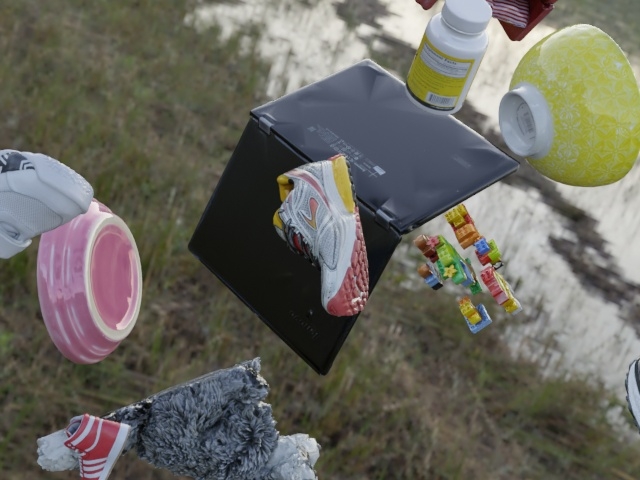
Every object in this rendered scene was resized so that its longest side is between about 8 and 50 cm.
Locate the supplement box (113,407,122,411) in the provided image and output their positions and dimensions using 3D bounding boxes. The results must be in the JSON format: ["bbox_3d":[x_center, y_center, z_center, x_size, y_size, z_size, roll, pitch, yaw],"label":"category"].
[{"bbox_3d":[-0.418,0.377,2.374,0.083,0.043,0.055,-18,27,-20],"label":"supplement box"}]

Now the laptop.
[{"bbox_3d":[0.043,-0.057,1.966,0.407,0.236,0.382,-29,51,-28],"label":"laptop"}]

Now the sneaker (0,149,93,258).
[{"bbox_3d":[-0.452,0.016,1.531,0.365,0.210,0.137,-9,-33,34],"label":"sneaker"}]

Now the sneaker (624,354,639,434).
[{"bbox_3d":[0.437,0.234,1.339,0.100,0.108,0.272,29,28,-41],"label":"sneaker"}]

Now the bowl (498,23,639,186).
[{"bbox_3d":[0.401,-0.216,2.035,0.156,0.290,0.289,-16,36,-22],"label":"bowl"}]

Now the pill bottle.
[{"bbox_3d":[0.130,-0.187,1.180,0.065,0.116,0.065,10,46,-10],"label":"pill bottle"}]

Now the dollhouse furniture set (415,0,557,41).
[{"bbox_3d":[0.186,-0.472,1.665,0.201,0.152,0.374,8,45,-39],"label":"dollhouse furniture set"}]

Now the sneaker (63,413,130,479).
[{"bbox_3d":[-0.264,0.241,1.328,0.067,0.118,0.042,23,27,-13],"label":"sneaker"}]

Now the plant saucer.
[{"bbox_3d":[-0.439,0.075,2.320,0.084,0.332,0.332,-5,16,17],"label":"plant saucer"}]

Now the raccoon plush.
[{"bbox_3d":[-0.212,0.391,1.962,0.446,0.299,0.216,-19,-2,-9],"label":"raccoon plush"}]

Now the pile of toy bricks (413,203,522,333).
[{"bbox_3d":[0.190,0.029,1.682,0.105,0.118,0.212,40,21,-44],"label":"pile of toy bricks"}]

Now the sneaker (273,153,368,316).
[{"bbox_3d":[0.000,0.000,1.258,0.092,0.088,0.225,-10,39,0],"label":"sneaker"}]
